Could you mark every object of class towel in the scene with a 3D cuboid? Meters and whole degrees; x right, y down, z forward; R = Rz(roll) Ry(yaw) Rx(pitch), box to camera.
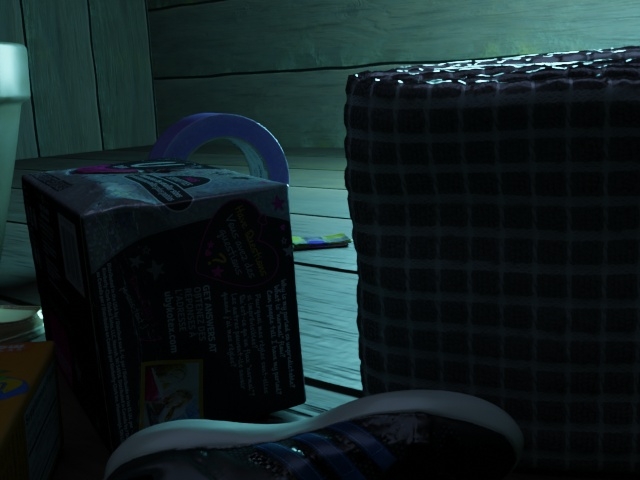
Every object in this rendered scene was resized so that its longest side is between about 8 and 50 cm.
[{"bbox_3d":[0.000,0.000,1.040,0.083,0.009,0.060,-4,13,-7],"label":"towel"},{"bbox_3d":[0.157,0.012,0.415,0.284,0.234,0.121,1,16,21],"label":"towel"}]

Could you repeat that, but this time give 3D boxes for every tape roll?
[{"bbox_3d":[-0.145,-0.085,1.040,0.189,0.188,0.080,-8,13,-25],"label":"tape roll"}]

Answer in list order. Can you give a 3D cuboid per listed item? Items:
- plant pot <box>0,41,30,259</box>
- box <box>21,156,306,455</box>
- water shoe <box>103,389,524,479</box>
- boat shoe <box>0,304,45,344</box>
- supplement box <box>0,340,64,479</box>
[{"bbox_3d":[-0.485,-0.073,0.828,0.323,0.280,0.323,-2,12,0],"label":"plant pot"},{"bbox_3d":[-0.129,0.026,0.566,0.142,0.163,0.247,-11,15,-28],"label":"box"},{"bbox_3d":[0.000,0.126,0.344,0.203,0.072,0.080,-7,34,-1],"label":"water shoe"},{"bbox_3d":[-0.332,0.068,0.661,0.170,0.059,0.063,-4,12,-6],"label":"boat shoe"},{"bbox_3d":[-0.180,0.119,0.347,0.078,0.080,0.233,-2,9,-10],"label":"supplement box"}]
